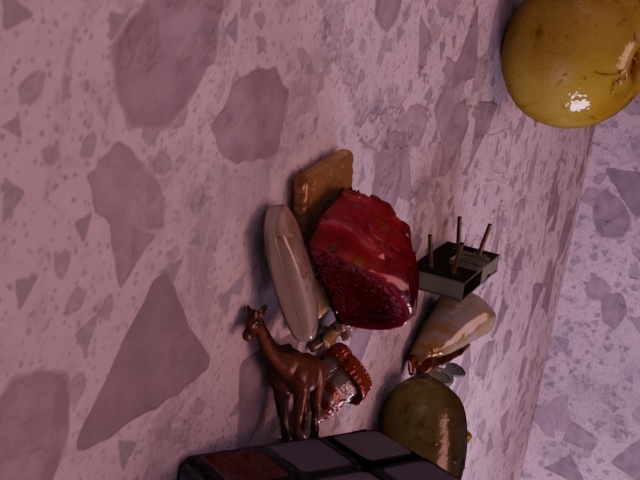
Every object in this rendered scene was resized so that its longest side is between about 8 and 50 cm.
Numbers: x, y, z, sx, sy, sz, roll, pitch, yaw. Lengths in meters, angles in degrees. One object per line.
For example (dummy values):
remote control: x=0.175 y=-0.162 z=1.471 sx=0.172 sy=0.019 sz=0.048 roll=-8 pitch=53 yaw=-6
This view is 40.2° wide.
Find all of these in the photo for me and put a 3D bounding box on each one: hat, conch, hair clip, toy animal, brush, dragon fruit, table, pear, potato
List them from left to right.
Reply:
toy animal: x=-0.053 y=0.189 z=1.236 sx=0.224 sy=0.066 sz=0.230 roll=-20 pitch=109 yaw=-66
hat: x=0.003 y=0.254 z=1.396 sx=0.162 sy=0.093 sz=0.112 roll=-39 pitch=130 yaw=-25
hair clip: x=0.048 y=0.122 z=1.431 sx=0.214 sy=0.056 sz=0.062 roll=-37 pitch=103 yaw=-53
dragon fruit: x=0.075 y=0.038 z=1.264 sx=0.163 sy=0.189 sz=0.262 roll=-40 pitch=151 yaw=-15
potato: x=0.203 y=0.425 z=1.760 sx=0.210 sy=0.173 sz=0.308 roll=47 pitch=52 yaw=-58
brush: x=0.282 y=0.329 z=2.046 sx=0.060 sy=0.068 sz=0.297 roll=-58 pitch=159 yaw=9
conch: x=0.267 y=0.186 z=1.893 sx=0.255 sy=0.127 sz=0.158 roll=-21 pitch=155 yaw=-36
table: x=0.280 y=0.028 z=1.790 sx=0.240 sy=0.121 sz=0.111 roll=-26 pitch=127 yaw=-60
pear: x=0.567 y=-0.415 z=1.938 sx=0.348 sy=0.348 sz=0.349 roll=-42 pitch=139 yaw=-51

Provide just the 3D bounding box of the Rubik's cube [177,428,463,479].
Rubik's cube: x=0.028 y=0.476 z=1.103 sx=0.363 sy=0.362 sz=0.359 roll=-2 pitch=106 yaw=-38

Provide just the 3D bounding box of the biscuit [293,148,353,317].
biscuit: x=-0.001 y=0.000 z=1.285 sx=0.160 sy=0.030 sz=0.250 roll=-37 pitch=136 yaw=-53

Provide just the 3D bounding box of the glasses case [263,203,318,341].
glasses case: x=-0.038 y=0.046 z=1.173 sx=0.081 sy=0.051 sz=0.204 roll=-89 pitch=167 yaw=-56

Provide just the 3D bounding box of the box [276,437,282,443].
box: x=0.023 y=0.415 z=1.363 sx=0.237 sy=0.070 sz=0.152 roll=21 pitch=81 yaw=-23

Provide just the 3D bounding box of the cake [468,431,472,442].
cake: x=0.273 y=0.503 z=2.145 sx=0.185 sy=0.116 sz=0.080 roll=-41 pitch=146 yaw=0
